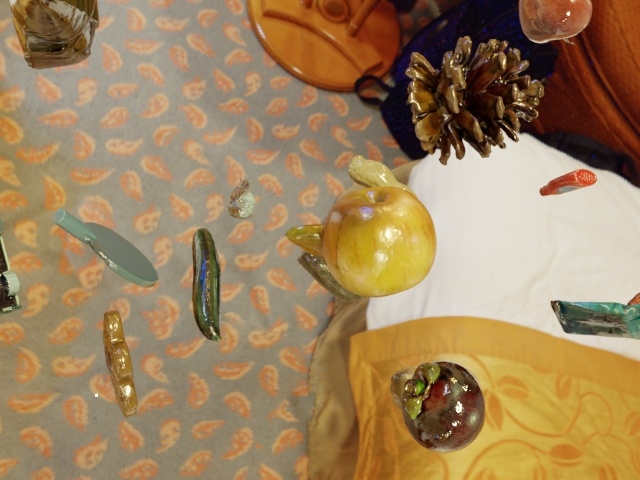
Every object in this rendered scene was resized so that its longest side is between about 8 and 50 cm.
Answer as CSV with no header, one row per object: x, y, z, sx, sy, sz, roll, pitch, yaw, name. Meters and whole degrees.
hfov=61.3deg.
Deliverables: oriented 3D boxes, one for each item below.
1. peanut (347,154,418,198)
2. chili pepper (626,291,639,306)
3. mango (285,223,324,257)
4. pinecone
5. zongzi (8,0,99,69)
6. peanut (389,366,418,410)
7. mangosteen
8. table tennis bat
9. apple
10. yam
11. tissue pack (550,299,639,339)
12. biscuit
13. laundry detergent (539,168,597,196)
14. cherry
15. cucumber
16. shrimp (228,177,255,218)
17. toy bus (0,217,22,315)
0.197,-0.172,1.705,0.263,0.101,0.117,45,72,3,peanut
0.542,0.068,0.830,0.045,0.027,0.178,40,104,-23,chili pepper
0.000,0.000,1.417,0.187,0.101,0.066,14,49,-21,mango
0.215,-0.202,0.771,0.195,0.150,0.179,-4,84,-2,pinecone
-0.443,-0.451,0.875,0.138,0.300,0.286,-3,93,-18,zongzi
0.288,0.464,1.641,0.140,0.109,0.159,-26,62,9,peanut
0.284,0.399,1.297,0.216,0.216,0.216,6,73,-21,mangosteen
-0.534,0.017,1.367,0.044,0.329,0.215,-43,52,1,table tennis bat
0.134,0.000,1.278,0.285,0.286,0.233,-19,109,-26,apple
0.039,0.067,1.571,0.254,0.154,0.154,47,63,-21,yam
0.440,0.125,0.843,0.028,0.138,0.085,-55,127,-34,tissue pack
-0.362,0.230,0.969,0.039,0.236,0.180,-14,54,-24,biscuit
0.704,-0.160,1.556,0.097,0.165,0.049,4,79,-19,laundry detergent
0.344,-0.350,0.810,0.087,0.106,0.126,-35,87,-18,cherry
-0.203,0.065,0.958,0.056,0.056,0.284,6,37,-21,cucumber
-0.236,-0.130,1.612,0.079,0.090,0.233,7,32,-13,shrimp
-0.742,0.029,1.115,0.133,0.164,0.276,-19,102,-52,toy bus
